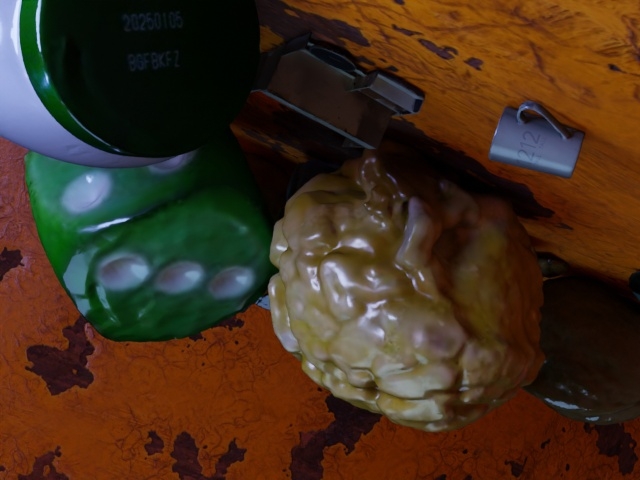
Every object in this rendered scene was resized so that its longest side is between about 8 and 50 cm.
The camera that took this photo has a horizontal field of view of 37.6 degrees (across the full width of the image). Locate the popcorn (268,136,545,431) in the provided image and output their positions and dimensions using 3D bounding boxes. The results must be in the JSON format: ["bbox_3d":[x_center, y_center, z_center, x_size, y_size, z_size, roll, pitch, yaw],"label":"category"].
[{"bbox_3d":[0.115,0.068,1.292,0.354,0.390,0.344,-16,173,25],"label":"popcorn"}]

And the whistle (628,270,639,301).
[{"bbox_3d":[0.517,0.089,1.465,0.039,0.039,0.186,18,172,33],"label":"whistle"}]

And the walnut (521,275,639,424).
[{"bbox_3d":[0.449,0.190,1.593,0.283,0.283,0.227,18,144,32],"label":"walnut"}]

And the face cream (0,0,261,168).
[{"bbox_3d":[-0.238,-0.191,0.931,0.312,0.219,0.357,28,171,-36],"label":"face cream"}]

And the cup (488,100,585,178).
[{"bbox_3d":[0.215,-0.103,0.922,0.083,0.075,0.054,18,-151,12],"label":"cup"}]

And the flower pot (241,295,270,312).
[{"bbox_3d":[-0.149,-0.006,2.018,0.283,0.299,0.299,28,173,-4],"label":"flower pot"}]

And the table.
[{"bbox_3d":[0.010,-0.161,1.047,0.146,0.062,0.175,25,176,-21],"label":"table"}]

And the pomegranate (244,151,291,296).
[{"bbox_3d":[-0.149,-0.028,1.736,0.281,0.281,0.281,22,173,3],"label":"pomegranate"}]

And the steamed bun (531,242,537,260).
[{"bbox_3d":[0.287,0.055,1.525,0.141,0.172,0.155,19,158,-25],"label":"steamed bun"}]

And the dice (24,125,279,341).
[{"bbox_3d":[-0.240,-0.042,1.389,0.297,0.300,0.287,69,175,-50],"label":"dice"}]

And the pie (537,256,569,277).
[{"bbox_3d":[0.371,0.047,1.625,0.092,0.034,0.170,16,169,-27],"label":"pie"}]

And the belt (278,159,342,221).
[{"bbox_3d":[0.000,0.000,1.540,0.150,0.257,0.207,11,-171,-4],"label":"belt"}]
